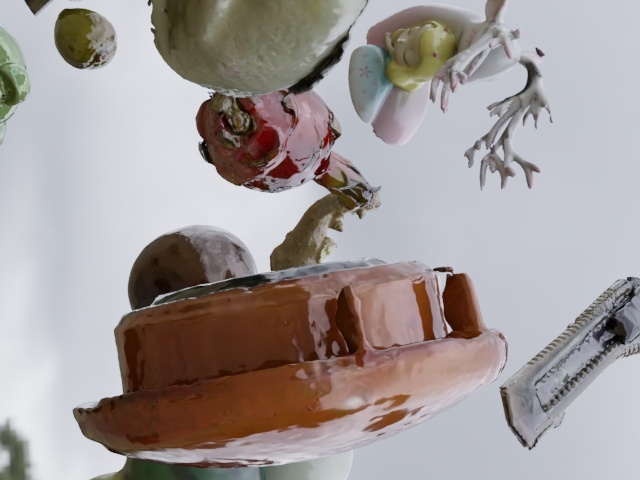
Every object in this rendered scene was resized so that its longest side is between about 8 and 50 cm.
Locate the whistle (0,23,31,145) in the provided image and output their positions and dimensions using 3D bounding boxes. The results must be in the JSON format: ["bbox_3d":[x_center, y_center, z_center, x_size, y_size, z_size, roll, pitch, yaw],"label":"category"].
[{"bbox_3d":[-0.285,-0.098,1.455,0.105,0.085,0.227,48,-41,7],"label":"whistle"}]

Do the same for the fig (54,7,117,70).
[{"bbox_3d":[-0.287,-0.247,2.300,0.088,0.074,0.074,45,-38,24],"label":"fig"}]

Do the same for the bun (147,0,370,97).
[{"bbox_3d":[-0.046,-0.223,1.307,0.239,0.141,0.239,-23,-118,53],"label":"bun"}]

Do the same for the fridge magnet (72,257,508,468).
[{"bbox_3d":[-0.025,0.104,1.578,0.363,0.364,0.155,163,-83,-70],"label":"fridge magnet"}]

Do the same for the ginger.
[{"bbox_3d":[-0.002,-0.003,2.296,0.173,0.069,0.051,-53,164,6],"label":"ginger"}]

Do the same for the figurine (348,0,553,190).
[{"bbox_3d":[0.190,-0.208,2.647,0.316,0.206,0.284,-16,-138,46],"label":"figurine"}]

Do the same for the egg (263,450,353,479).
[{"bbox_3d":[-0.045,0.243,2.398,0.209,0.151,0.151,50,-39,39],"label":"egg"}]

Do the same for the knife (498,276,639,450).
[{"bbox_3d":[0.268,0.112,1.867,0.043,0.365,0.089,-36,-94,35],"label":"knife"}]

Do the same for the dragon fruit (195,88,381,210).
[{"bbox_3d":[-0.025,-0.088,1.888,0.125,0.246,0.125,-34,-135,29],"label":"dragon fruit"}]

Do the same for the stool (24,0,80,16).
[{"bbox_3d":[-0.340,-0.382,2.431,0.153,0.139,0.228,58,6,-27],"label":"stool"}]

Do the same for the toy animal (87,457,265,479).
[{"bbox_3d":[-0.202,0.346,2.258,0.191,0.338,0.216,50,-1,15],"label":"toy animal"}]

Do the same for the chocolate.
[{"bbox_3d":[-0.153,0.047,2.399,0.177,0.177,0.176,177,-90,-70],"label":"chocolate"}]
